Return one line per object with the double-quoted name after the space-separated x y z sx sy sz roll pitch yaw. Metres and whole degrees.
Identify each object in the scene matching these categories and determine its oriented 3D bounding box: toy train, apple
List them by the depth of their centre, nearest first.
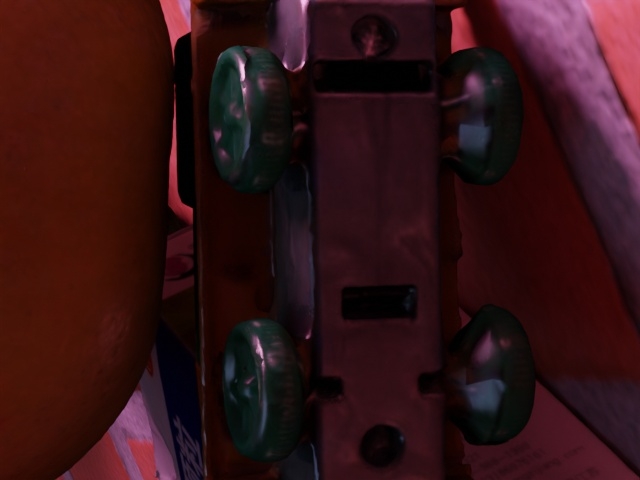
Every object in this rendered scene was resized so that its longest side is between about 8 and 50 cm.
0.000 0.000 0.579 0.136 0.091 0.227 -172 80 -71 "toy train"
-0.151 -0.016 0.626 0.261 0.194 0.260 -179 90 -80 "apple"

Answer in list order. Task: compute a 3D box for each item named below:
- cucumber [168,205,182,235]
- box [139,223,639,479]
-0.089 0.009 0.977 0.107 0.035 0.067 115 138 -59 "cucumber"
0.041 0.139 0.696 0.299 0.106 0.200 44 150 42 "box"
